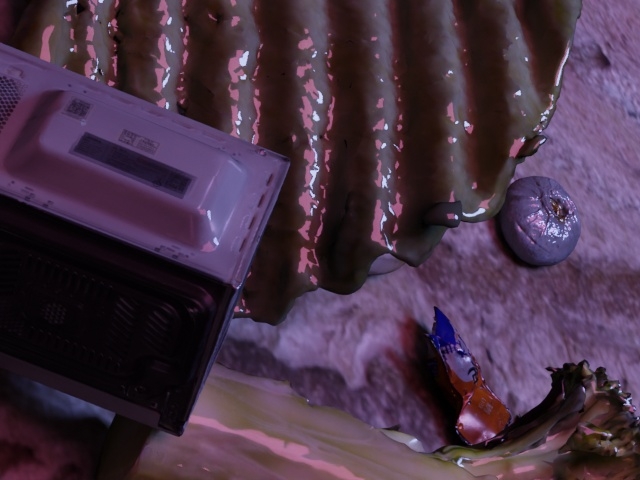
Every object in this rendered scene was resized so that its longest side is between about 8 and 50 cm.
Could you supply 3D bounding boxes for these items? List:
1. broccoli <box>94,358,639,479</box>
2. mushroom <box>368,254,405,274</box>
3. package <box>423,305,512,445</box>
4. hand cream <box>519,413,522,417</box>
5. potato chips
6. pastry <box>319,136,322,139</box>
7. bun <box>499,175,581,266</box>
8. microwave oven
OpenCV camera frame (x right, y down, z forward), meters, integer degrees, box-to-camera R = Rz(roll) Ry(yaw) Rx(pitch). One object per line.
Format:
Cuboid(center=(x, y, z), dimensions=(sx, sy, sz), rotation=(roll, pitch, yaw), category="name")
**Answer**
Cuboid(center=(0.045, 0.192, 1.195), dimensions=(0.361, 0.221, 0.252), rotation=(2, 76, -18), category="broccoli")
Cuboid(center=(0.002, 0.003, 1.398), dimensions=(0.202, 0.054, 0.059), rotation=(1, 62, -51), category="mushroom")
Cuboid(center=(0.106, 0.106, 1.448), dimensions=(0.110, 0.033, 0.077), rotation=(62, 13, -14), category="package")
Cuboid(center=(0.181, 0.184, 1.425), dimensions=(0.076, 0.047, 0.174), rotation=(47, 9, -12), category="hand cream")
Cuboid(center=(-0.021, -0.135, 1.333), dimensions=(0.373, 0.097, 0.389), rotation=(23, 62, 0), category="potato chips")
Cuboid(center=(0.078, -0.185, 1.517), dimensions=(0.237, 0.170, 0.256), rotation=(38, 47, -17), category="pastry")
Cuboid(center=(0.185, -0.018, 1.606), dimensions=(0.083, 0.045, 0.083), rotation=(23, 48, -28), category="bun")
Cuboid(center=(-0.144, -0.002, 1.110), dimensions=(0.208, 0.162, 0.122), rotation=(21, 45, -1), category="microwave oven")
